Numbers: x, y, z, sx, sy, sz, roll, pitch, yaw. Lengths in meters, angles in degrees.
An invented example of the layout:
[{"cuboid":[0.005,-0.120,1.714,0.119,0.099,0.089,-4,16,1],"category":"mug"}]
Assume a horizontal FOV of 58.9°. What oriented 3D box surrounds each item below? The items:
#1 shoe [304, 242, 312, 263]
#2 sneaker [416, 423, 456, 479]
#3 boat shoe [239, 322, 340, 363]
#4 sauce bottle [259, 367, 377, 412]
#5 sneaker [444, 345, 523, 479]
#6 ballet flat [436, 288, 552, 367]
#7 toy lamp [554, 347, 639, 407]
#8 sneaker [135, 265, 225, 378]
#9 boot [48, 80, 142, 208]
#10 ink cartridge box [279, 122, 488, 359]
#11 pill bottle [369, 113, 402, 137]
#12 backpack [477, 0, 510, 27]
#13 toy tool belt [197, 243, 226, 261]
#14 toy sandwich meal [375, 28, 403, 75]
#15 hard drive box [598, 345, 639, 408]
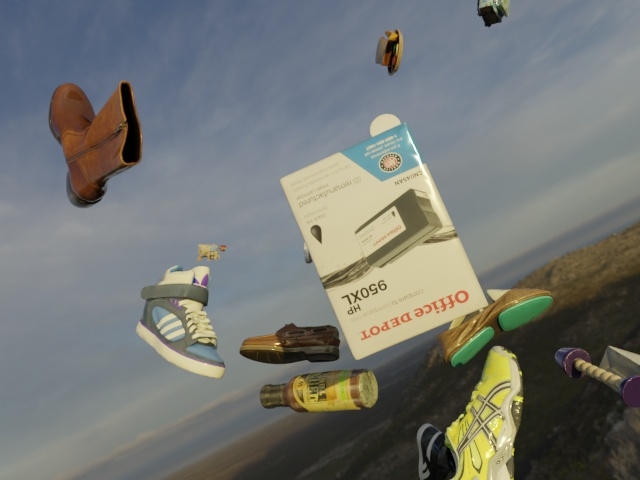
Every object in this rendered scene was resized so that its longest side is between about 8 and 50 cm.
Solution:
[{"cuboid":[0.000,0.000,1.766,0.081,0.178,0.064,-2,-48,12],"category":"shoe"},{"cuboid":[0.321,0.599,1.489,0.079,0.217,0.121,-25,23,-28],"category":"sneaker"},{"cuboid":[-0.092,0.314,1.742,0.306,0.105,0.111,2,-32,0],"category":"boat shoe"},{"cuboid":[-0.014,0.426,1.582,0.344,0.112,0.111,-15,-5,27],"category":"sauce bottle"},{"cuboid":[0.352,0.403,1.238,0.147,0.385,0.145,10,-33,15],"category":"sneaker"},{"cuboid":[0.460,0.210,1.554,0.342,0.124,0.116,-35,-46,1],"category":"ballet flat"},{"cuboid":[0.656,0.315,1.345,0.080,0.080,0.274,-25,10,-6],"category":"toy lamp"},{"cuboid":[-0.327,0.185,1.454,0.130,0.322,0.237,30,-97,-53],"category":"sneaker"},{"cuboid":[-0.417,-0.217,1.036,0.096,0.264,0.280,4,-17,-36],"category":"boot"},{"cuboid":[0.128,0.006,1.168,0.285,0.395,0.166,-24,-6,6],"category":"ink cartridge box"},{"cuboid":[0.231,-0.316,1.845,0.119,0.119,0.208,-28,-24,8],"category":"pill bottle"},{"cuboid":[0.519,-0.717,1.689,0.084,0.115,0.105,-3,-9,31],"category":"backpack"},{"cuboid":[-0.321,0.038,1.673,0.083,0.051,0.052,3,9,-19],"category":"toy tool belt"},{"cuboid":[0.117,-0.324,0.972,0.029,0.086,0.085,4,-18,-8],"category":"toy sandwich meal"},{"cuboid":[0.820,0.350,1.348,0.232,0.089,0.181,17,9,-8],"category":"hard drive box"}]
